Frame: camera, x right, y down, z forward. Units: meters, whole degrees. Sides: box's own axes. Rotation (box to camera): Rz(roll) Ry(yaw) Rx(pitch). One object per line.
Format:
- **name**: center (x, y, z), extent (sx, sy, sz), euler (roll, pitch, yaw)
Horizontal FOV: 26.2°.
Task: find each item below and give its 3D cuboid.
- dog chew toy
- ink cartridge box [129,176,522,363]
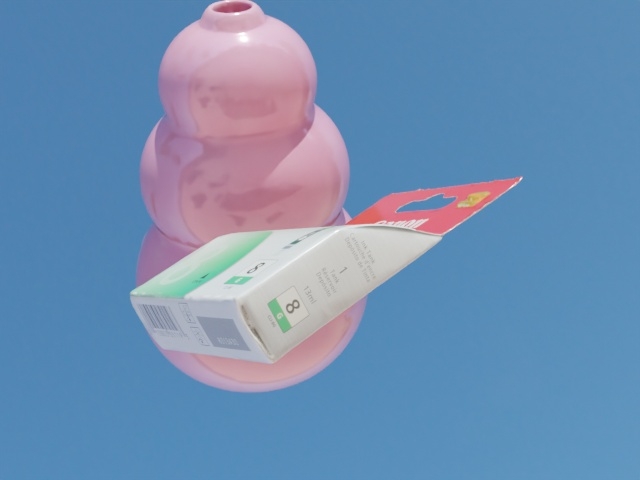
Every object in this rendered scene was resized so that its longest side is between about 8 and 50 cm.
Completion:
- **dog chew toy**: center (-0.064, -0.039, 1.167), extent (0.206, 0.206, 0.332), euler (-13, -62, -18)
- **ink cartridge box**: center (0.000, 0.000, 0.935), extent (0.224, 0.181, 0.056), euler (-36, -75, -25)
